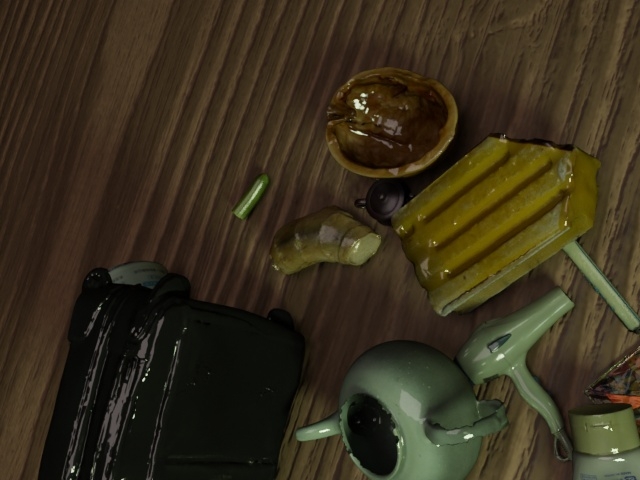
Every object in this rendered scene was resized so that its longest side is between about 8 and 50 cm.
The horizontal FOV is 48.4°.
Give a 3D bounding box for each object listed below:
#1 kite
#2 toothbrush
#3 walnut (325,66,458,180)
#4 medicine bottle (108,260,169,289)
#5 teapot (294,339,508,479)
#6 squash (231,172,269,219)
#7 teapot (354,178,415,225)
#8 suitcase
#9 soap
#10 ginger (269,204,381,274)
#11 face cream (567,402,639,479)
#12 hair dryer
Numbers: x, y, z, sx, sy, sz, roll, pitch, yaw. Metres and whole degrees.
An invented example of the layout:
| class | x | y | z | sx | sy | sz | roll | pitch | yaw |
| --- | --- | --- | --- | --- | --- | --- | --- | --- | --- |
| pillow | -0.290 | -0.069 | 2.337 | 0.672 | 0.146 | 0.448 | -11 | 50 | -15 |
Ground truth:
| class | x | y | z | sx | sy | sz | roll | pitch | yaw |
| --- | --- | --- | --- | --- | --- | --- | --- | --- | --- |
| kite | 0.365 | 0.178 | 0.818 | 0.125 | 0.008 | 0.222 | -2 | 76 | 32 |
| toothbrush | 0.304 | -0.005 | 0.894 | 0.026 | 0.028 | 0.294 | -49 | 55 | 32 |
| walnut | 0.109 | -0.154 | 1.024 | 0.211 | 0.087 | 0.167 | 23 | 83 | 33 |
| medicine bottle | -0.291 | 0.134 | 1.174 | 0.135 | 0.135 | 0.169 | -36 | 60 | 20 |
| teapot | 0.100 | 0.221 | 0.873 | 0.294 | 0.129 | 0.193 | -18 | 87 | 52 |
| squash | -0.113 | -0.075 | 1.181 | 0.027 | 0.027 | 0.083 | 43 | 101 | 33 |
| teapot | 0.093 | -0.058 | 1.034 | 0.100 | 0.045 | 0.068 | -6 | 72 | 30 |
| suitcase | -0.185 | 0.231 | 0.949 | 0.188 | 0.345 | 0.340 | 6 | 78 | 30 |
| soap | 0.223 | -0.035 | 0.895 | 0.257 | 0.080 | 0.160 | -40 | 60 | 31 |
| ginger | 0.001 | 0.002 | 1.063 | 0.190 | 0.069 | 0.095 | -15 | 94 | 28 |
| face cream | 0.327 | 0.298 | 0.787 | 0.114 | 0.070 | 0.224 | -13 | 83 | 29 |
| hair dryer | 0.280 | 0.153 | 0.860 | 0.199 | 0.067 | 0.167 | 39 | 94 | 23 |
